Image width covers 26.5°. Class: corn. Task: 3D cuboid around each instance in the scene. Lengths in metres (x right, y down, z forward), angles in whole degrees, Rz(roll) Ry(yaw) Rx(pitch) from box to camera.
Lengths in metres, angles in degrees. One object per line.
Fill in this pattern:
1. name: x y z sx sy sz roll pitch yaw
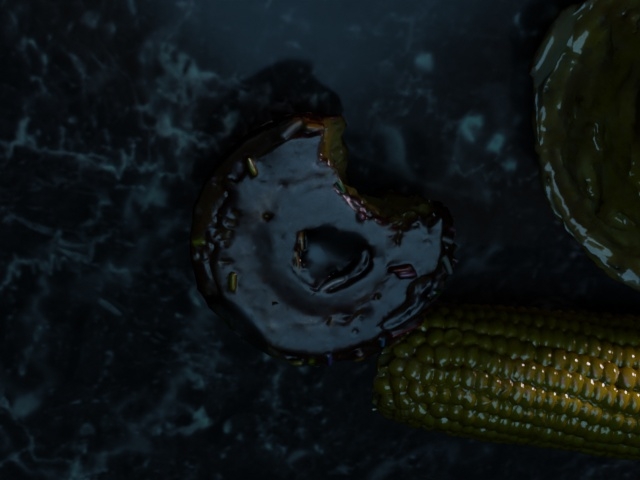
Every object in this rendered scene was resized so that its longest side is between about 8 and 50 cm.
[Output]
1. corn: 0.241 0.130 1.276 0.387 0.144 0.143 9 116 -3

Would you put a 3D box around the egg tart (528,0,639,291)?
1. egg tart: 0.344 -0.091 1.144 0.341 0.129 0.341 0 106 0

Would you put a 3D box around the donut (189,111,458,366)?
1. donut: -0.001 0.000 1.201 0.230 0.096 0.216 24 109 -9
